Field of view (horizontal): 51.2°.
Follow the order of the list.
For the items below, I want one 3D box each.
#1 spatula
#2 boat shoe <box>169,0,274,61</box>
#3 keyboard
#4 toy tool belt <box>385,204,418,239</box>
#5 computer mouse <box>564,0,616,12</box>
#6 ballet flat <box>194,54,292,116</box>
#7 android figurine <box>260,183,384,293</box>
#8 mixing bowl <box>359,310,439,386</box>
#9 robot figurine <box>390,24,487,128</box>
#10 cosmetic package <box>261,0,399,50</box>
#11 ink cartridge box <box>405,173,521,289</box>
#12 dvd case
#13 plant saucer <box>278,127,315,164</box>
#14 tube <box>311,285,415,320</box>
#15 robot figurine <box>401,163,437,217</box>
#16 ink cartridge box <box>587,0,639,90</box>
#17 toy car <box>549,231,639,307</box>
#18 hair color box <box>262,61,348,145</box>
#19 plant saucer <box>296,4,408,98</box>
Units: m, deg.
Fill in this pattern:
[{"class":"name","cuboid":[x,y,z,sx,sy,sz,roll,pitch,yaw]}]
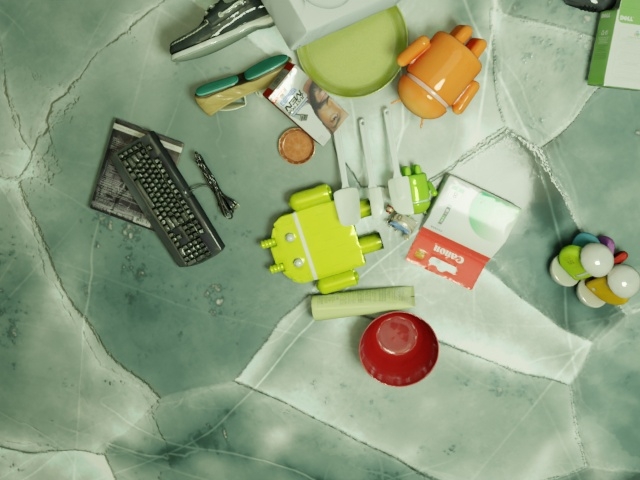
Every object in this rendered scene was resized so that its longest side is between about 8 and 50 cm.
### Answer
[{"class":"spatula","cuboid":[0.104,-0.162,1.472,0.168,0.019,0.242,-11,85,15]},{"class":"boat shoe","cuboid":[-0.191,-0.472,1.424,0.302,0.114,0.091,-24,100,-4]},{"class":"keyboard","cuboid":[-0.317,-0.103,1.532,0.201,0.033,0.317,-29,104,5]},{"class":"toy tool belt","cuboid":[0.176,-0.040,1.518,0.083,0.052,0.051,30,94,-2]},{"class":"computer mouse","cuboid":[0.504,-0.533,1.398,0.242,0.041,0.071,14,103,1]},{"class":"ballet flat","cuboid":[-0.162,-0.339,1.475,0.232,0.080,0.073,-18,128,10]},{"class":"android figurine","cuboid":[0.000,0.000,1.536,0.272,0.056,0.248,-15,101,5]},{"class":"mixing bowl","cuboid":[0.180,0.237,1.552,0.181,0.098,0.181,1,102,4]},{"class":"robot figurine","cuboid":[0.249,-0.350,1.410,0.219,0.158,0.128,-51,55,11]},{"class":"cosmetic package","cuboid":[-0.025,-0.599,1.303,0.284,0.097,0.377,-32,93,-27]},{"class":"ink cartridge box","cuboid":[0.320,-0.014,1.515,0.181,0.056,0.225,25,101,-2]},{"class":"dvd case","cuboid":[-0.426,-0.150,1.547,0.164,0.018,0.221,20,103,-2]},{"class":"plant saucer","cuboid":[-0.053,-0.213,1.514,0.083,0.013,0.083,1,102,4]},{"class":"tube","cuboid":[0.100,0.145,1.547,0.240,0.062,0.070,-9,67,8]},{"class":"robot figurine","cuboid":[0.208,-0.110,1.491,0.101,0.067,0.115,-12,98,-8]},{"class":"ink cartridge box","cuboid":[0.638,-0.422,1.391,0.109,0.062,0.209,3,103,-13]},{"class":"toy car","cuboid":[0.616,0.055,1.477,0.182,0.159,0.136,37,67,-4]},{"class":"hair color box","cuboid":[-0.031,-0.293,1.440,0.167,0.053,0.093,37,94,-30]},{"class":"plant saucer","cuboid":[0.068,-0.431,1.449,0.241,0.037,0.241,1,101,4]}]
